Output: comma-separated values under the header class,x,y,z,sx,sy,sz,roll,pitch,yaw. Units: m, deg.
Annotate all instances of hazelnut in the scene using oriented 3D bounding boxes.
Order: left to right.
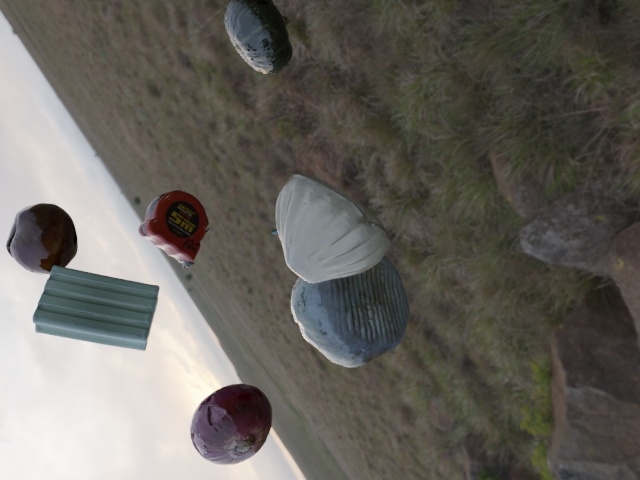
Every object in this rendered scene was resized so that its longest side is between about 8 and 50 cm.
class,x,y,z,sx,sy,sz,roll,pitch,yaw
hazelnut,-0.713,-0.010,1.468,0.204,0.178,0.178,36,155,46

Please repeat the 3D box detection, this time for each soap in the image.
class,x,y,z,sx,sy,sz,roll,pitch,yaw
soap,-0.552,0.171,1.411,0.088,0.265,0.160,119,159,-52

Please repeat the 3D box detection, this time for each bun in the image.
class,x,y,z,sx,sy,sz,roll,pitch,yaw
bun,0.000,0.000,1.180,0.263,0.175,0.263,34,168,8
bun,0.078,0.176,1.569,0.211,0.361,0.362,-28,96,51

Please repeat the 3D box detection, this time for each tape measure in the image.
class,x,y,z,sx,sy,sz,roll,pitch,yaw
tape measure,-0.557,-0.062,2.197,0.114,0.261,0.253,-11,140,47

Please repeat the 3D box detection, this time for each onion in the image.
class,x,y,z,sx,sy,sz,roll,pitch,yaw
onion,-0.185,0.379,1.181,0.177,0.177,0.154,74,-179,-50

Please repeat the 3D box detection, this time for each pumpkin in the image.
class,x,y,z,sx,sy,sz,roll,pitch,yaw
pumpkin,-0.150,-0.524,1.425,0.212,0.152,0.211,49,-176,-5

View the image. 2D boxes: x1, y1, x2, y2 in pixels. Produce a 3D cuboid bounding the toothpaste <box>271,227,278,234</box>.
class,x,y,z,sx,sy,sz,roll,pitch,yaw
toothpaste,-0.171,-0.047,2.444,0.020,0.083,0.017,65,-171,-48
